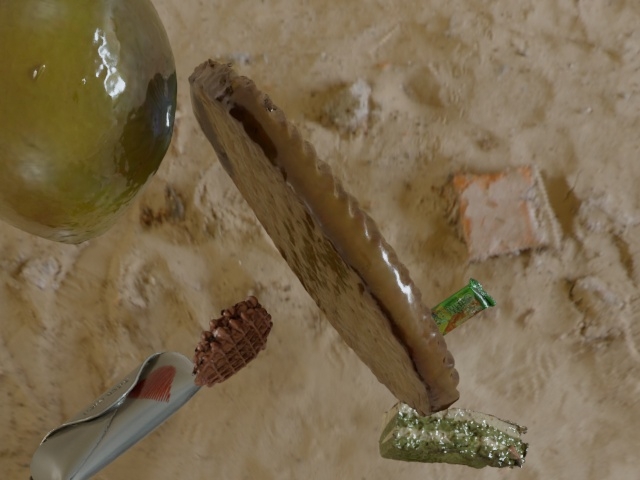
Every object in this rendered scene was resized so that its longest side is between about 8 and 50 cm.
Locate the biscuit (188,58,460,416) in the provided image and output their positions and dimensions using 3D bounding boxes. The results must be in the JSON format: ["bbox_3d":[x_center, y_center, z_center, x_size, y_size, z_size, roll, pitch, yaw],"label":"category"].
[{"bbox_3d":[0.000,0.000,0.763,0.040,0.318,0.318,-35,74,-7],"label":"biscuit"}]

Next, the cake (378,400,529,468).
[{"bbox_3d":[0.124,0.178,0.914,0.140,0.055,0.051,4,63,1],"label":"cake"}]

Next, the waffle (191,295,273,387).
[{"bbox_3d":[-0.073,0.084,0.817,0.029,0.075,0.083,37,36,25],"label":"waffle"}]

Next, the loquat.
[{"bbox_3d":[-0.160,-0.084,0.614,0.152,0.195,0.152,-6,28,3],"label":"loquat"}]

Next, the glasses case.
[{"bbox_3d":[-0.304,0.268,1.509,0.308,0.128,0.083,-38,103,-22],"label":"glasses case"}]

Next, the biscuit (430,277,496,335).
[{"bbox_3d":[0.164,0.085,1.211,0.089,0.016,0.046,-35,107,17],"label":"biscuit"}]
